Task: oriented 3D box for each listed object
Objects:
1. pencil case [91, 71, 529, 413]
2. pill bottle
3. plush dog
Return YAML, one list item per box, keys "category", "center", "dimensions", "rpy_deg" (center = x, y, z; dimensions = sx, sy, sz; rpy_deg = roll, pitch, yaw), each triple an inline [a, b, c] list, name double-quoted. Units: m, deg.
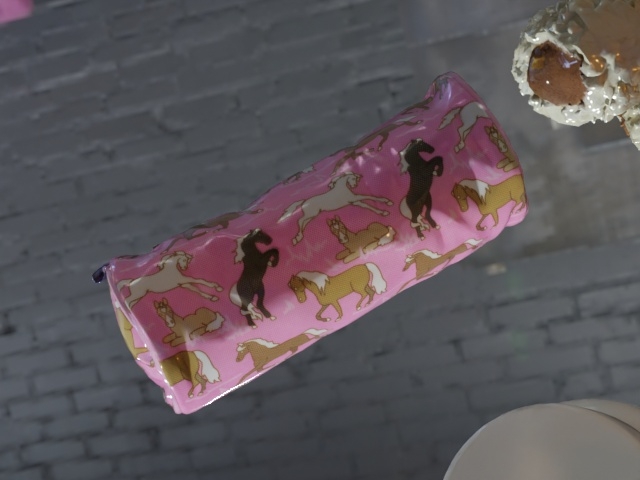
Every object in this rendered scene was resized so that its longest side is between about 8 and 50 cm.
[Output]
- category: "pencil case"
  center: [0.000, 0.000, 1.227]
  dimensions: [0.386, 0.167, 0.160]
  rpy_deg: [-29, 155, -5]
- category: "pill bottle"
  center: [0.185, 0.184, 0.860]
  dimensions: [0.160, 0.160, 0.283]
  rpy_deg: [-11, 163, 25]
- category: "plush dog"
  center: [0.281, -0.119, 1.005]
  dimensions: [0.262, 0.210, 0.225]
  rpy_deg: [30, 169, 4]
